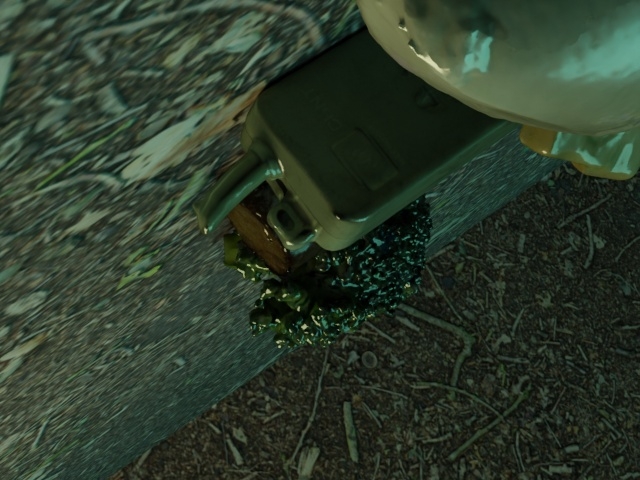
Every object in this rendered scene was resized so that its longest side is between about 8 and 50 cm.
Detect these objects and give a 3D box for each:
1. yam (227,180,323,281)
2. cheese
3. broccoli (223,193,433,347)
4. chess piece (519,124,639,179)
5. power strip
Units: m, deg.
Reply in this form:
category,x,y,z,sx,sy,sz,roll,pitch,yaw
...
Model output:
category,x,y,z,sx,sy,sz,roll,pitch,yaw
yam,0.009,-0.045,0.910,0.141,0.079,0.079,-37,174,-13
cheese,0.116,-0.124,0.595,0.189,0.154,0.198,-44,172,11
broccoli,0.000,0.000,1.045,0.154,0.167,0.160,16,165,-42
chess piece,0.177,-0.129,0.796,0.090,0.090,0.200,-25,137,-62
power strip,0.049,-0.077,0.820,0.288,0.093,0.053,-35,172,-26
